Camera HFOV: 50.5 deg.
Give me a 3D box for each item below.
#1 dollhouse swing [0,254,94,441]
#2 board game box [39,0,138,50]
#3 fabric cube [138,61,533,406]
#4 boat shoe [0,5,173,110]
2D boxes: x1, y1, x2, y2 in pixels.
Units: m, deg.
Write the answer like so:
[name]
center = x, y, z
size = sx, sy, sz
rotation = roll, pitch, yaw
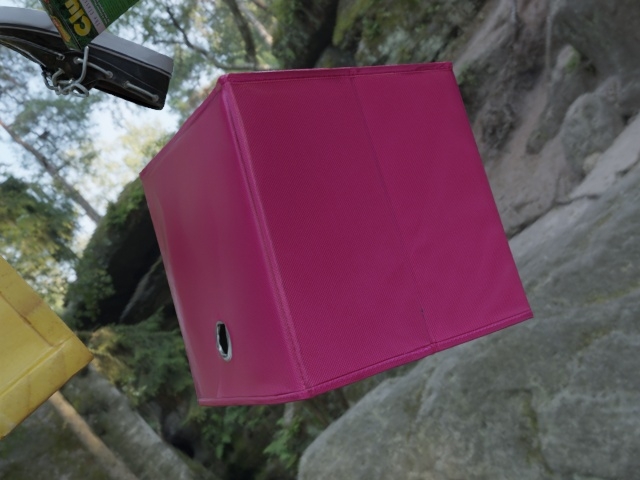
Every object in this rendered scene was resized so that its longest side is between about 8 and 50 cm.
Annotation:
[dollhouse swing]
center = -0.438, 0.088, 0.577
size = 0.305, 0.347, 0.315
rotation = -46, 7, -32
[board game box]
center = -0.286, -0.354, 0.732
size = 0.136, 0.030, 0.260
rotation = -55, -36, -29
[fabric cube]
center = 0.000, 0.000, 0.671
size = 0.259, 0.258, 0.254
rotation = -13, -6, -32
[boat shoe]
center = -0.375, -0.271, 1.047
size = 0.306, 0.113, 0.105
rotation = 10, -91, -46
